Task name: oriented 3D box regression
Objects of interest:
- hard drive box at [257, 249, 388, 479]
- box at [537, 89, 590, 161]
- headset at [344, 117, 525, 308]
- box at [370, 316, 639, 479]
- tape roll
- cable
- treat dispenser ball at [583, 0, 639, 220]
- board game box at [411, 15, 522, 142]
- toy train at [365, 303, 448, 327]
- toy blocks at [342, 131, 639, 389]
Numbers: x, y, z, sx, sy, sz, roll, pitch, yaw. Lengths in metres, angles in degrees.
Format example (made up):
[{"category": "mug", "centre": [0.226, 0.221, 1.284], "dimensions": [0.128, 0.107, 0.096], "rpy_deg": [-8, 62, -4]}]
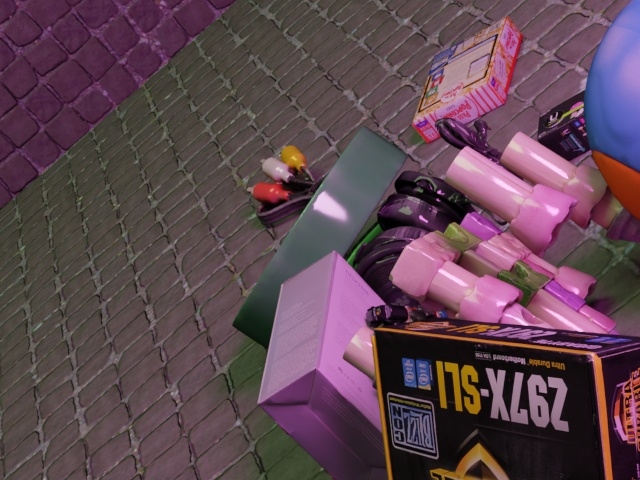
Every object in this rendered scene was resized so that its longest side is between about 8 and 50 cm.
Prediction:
[{"category": "hard drive box", "centre": [0.031, 0.152, 1.755], "dimensions": [0.089, 0.181, 0.232], "rpy_deg": [-33, 23, 24]}, {"category": "box", "centre": [0.329, -0.148, 1.980], "dimensions": [0.083, 0.052, 0.062], "rpy_deg": [-31, 25, 29]}, {"category": "headset", "centre": [0.104, -0.007, 1.919], "dimensions": [0.394, 0.185, 0.243], "rpy_deg": [-37, 20, 44]}, {"category": "box", "centre": [0.172, 0.205, 1.338], "dimensions": [0.079, 0.257, 0.322], "rpy_deg": [-8, 5, -30]}, {"category": "tape roll", "centre": [0.000, 0.000, 2.049], "dimensions": [0.321, 0.077, 0.321], "rpy_deg": [-57, -1, -1]}, {"category": "cable", "centre": [-0.031, -0.084, 2.438], "dimensions": [0.139, 0.072, 0.287], "rpy_deg": [-53, 24, -12]}, {"category": "treat dispenser ball", "centre": [0.405, -0.132, 1.509], "dimensions": [0.288, 0.288, 0.288], "rpy_deg": [-35, 23, 17]}, {"category": "board game box", "centre": [0.225, -0.248, 2.346], "dimensions": [0.147, 0.045, 0.193], "rpy_deg": [-26, 27, 34]}, {"category": "toy train", "centre": [0.117, 0.089, 1.799], "dimensions": [0.036, 0.158, 0.027], "rpy_deg": [-26, 68, 40]}, {"category": "toy blocks", "centre": [0.217, 0.082, 1.583], "dimensions": [0.309, 0.260, 0.288], "rpy_deg": [-61, -14, 18]}]
